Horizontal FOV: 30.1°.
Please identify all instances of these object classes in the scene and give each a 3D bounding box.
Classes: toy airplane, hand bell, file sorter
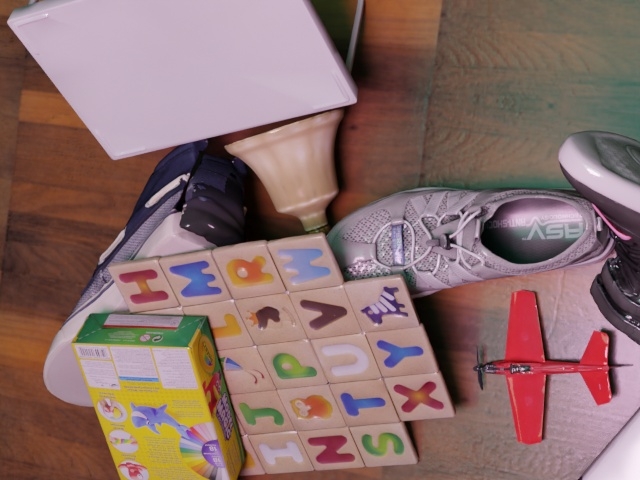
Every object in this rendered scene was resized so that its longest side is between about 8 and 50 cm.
[{"bbox_3d":[0.217,0.123,1.131,0.151,0.028,0.151,-1,88,24],"label":"toy airplane"},{"bbox_3d":[0.000,0.000,1.201,0.126,0.126,0.242,-15,96,23],"label":"hand bell"},{"bbox_3d":[-0.118,-0.228,1.171,0.278,0.193,0.173,-11,45,23],"label":"file sorter"}]

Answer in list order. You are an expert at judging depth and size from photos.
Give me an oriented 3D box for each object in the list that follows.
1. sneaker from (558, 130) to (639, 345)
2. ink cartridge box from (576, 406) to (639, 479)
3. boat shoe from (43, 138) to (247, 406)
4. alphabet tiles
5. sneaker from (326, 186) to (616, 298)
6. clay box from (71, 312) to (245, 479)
[{"bbox_3d":[0.267,0.013,0.988,0.147,0.296,0.104,-48,43,25],"label":"sneaker"},{"bbox_3d":[0.313,0.320,1.014,0.285,0.166,0.395,40,104,17],"label":"ink cartridge box"},{"bbox_3d":[-0.180,0.038,1.269,0.340,0.127,0.158,-42,30,36],"label":"boat shoe"},{"bbox_3d":[-0.053,0.123,1.169,0.343,0.011,0.285,-8,123,23],"label":"alphabet tiles"},{"bbox_3d":[0.130,-0.010,1.101,0.281,0.115,0.105,-11,84,12],"label":"sneaker"},{"bbox_3d":[-0.156,0.174,1.199,0.127,0.053,0.222,1,127,17],"label":"clay box"}]
